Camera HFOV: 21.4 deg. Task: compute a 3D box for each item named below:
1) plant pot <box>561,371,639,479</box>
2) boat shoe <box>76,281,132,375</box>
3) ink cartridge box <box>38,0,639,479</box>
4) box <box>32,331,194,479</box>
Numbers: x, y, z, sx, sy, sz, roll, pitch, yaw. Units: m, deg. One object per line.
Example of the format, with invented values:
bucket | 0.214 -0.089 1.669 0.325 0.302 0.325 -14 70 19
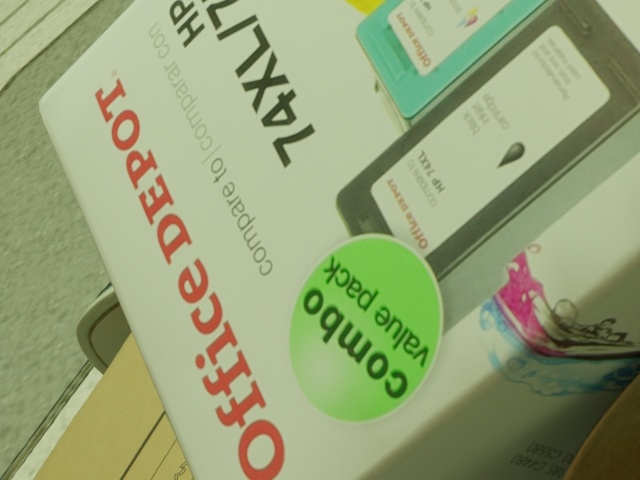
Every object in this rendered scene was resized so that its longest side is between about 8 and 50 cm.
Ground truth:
plant pot | 0.163 0.115 0.405 0.236 0.032 0.236 -4 78 21
boat shoe | 0.000 0.000 0.800 0.254 0.095 0.079 -25 35 23
ink cartridge box | 0.090 -0.035 0.535 0.270 0.197 0.198 -42 54 21
box | -0.028 0.108 0.688 0.201 0.021 0.164 18 66 36
